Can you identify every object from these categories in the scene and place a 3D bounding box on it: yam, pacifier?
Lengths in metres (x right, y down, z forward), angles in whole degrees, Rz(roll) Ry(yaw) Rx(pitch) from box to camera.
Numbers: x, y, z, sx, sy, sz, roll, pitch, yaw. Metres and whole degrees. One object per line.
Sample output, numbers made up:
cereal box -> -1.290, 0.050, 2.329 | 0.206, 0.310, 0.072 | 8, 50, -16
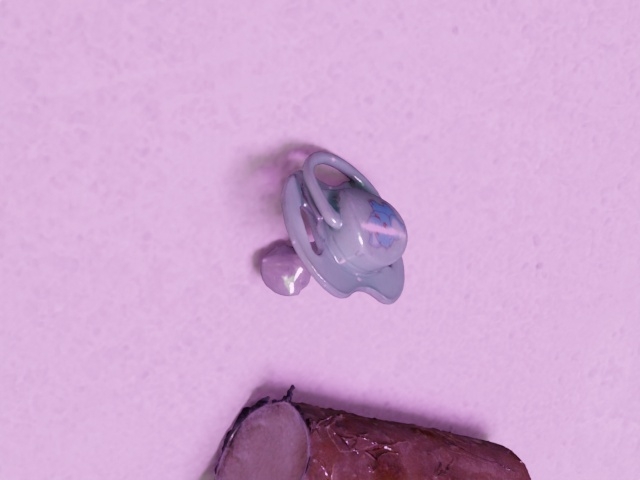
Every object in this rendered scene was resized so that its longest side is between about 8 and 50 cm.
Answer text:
yam -> 0.054, 0.209, 1.266 | 0.280, 0.131, 0.131 | 15, 107, -33
pacifier -> 0.000, 0.000, 1.158 | 0.117, 0.126, 0.150 | -26, 167, 31
